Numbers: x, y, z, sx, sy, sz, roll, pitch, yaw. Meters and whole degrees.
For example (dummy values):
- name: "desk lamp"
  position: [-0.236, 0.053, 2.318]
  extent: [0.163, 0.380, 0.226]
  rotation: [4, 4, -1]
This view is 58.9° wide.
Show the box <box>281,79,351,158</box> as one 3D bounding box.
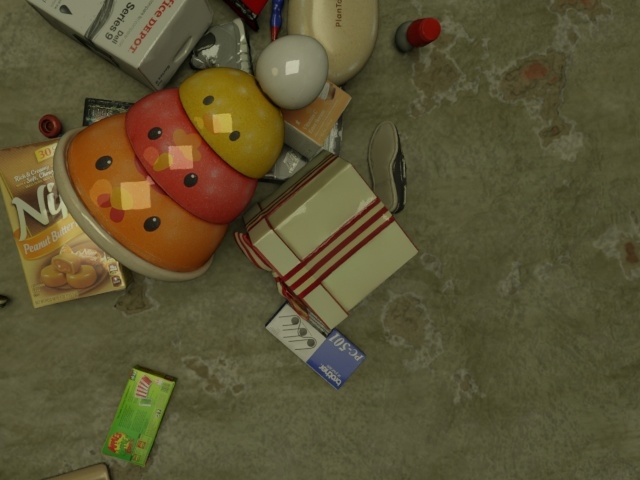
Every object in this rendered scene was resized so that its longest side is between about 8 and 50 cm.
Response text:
- name: "box"
  position: [-0.050, -0.270, 1.128]
  extent: [0.170, 0.091, 0.130]
  rotation: [32, 74, -11]

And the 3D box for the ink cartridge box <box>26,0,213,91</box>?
- name: "ink cartridge box"
  position: [-0.394, -0.469, 1.131]
  extent: [0.289, 0.121, 0.211]
  rotation: [32, 85, 8]

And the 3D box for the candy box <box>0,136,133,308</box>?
- name: "candy box"
  position: [-0.509, -0.041, 1.134]
  extent: [0.182, 0.087, 0.317]
  rotation: [-13, 98, -7]

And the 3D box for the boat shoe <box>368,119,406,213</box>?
- name: "boat shoe"
  position: [0.154, -0.159, 1.250]
  extent: [0.065, 0.075, 0.206]
  rotation: [6, 80, -49]

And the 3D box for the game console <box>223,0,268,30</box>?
- name: "game console"
  position: [-0.163, -0.527, 1.177]
  extent: [0.144, 0.124, 0.085]
  rotation: [44, 94, -3]

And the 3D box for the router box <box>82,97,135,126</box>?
- name: "router box"
  position: [-0.432, -0.244, 1.189]
  extent: [0.122, 0.038, 0.092]
  rotation: [6, 87, -6]

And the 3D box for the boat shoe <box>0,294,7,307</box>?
- name: "boat shoe"
  position: [-0.710, 0.132, 1.146]
  extent: [0.152, 0.056, 0.049]
  rotation: [2, 93, 3]

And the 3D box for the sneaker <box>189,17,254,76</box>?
- name: "sneaker"
  position: [-0.208, -0.351, 1.201]
  extent: [0.132, 0.086, 0.229]
  rotation: [-7, 80, -1]

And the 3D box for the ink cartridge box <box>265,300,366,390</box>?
- name: "ink cartridge box"
  position: [-0.011, 0.215, 1.219]
  extent: [0.207, 0.046, 0.097]
  rotation: [42, 86, -4]

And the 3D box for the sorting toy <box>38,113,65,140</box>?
- name: "sorting toy"
  position: [-0.547, -0.211, 1.180]
  extent: [0.061, 0.042, 0.102]
  rotation: [-2, 101, 9]

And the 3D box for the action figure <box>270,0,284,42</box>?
- name: "action figure"
  position: [-0.068, -0.547, 1.191]
  extent: [0.091, 0.139, 0.281]
  rotation: [1, 86, -7]

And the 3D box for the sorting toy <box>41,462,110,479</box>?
- name: "sorting toy"
  position: [-0.510, 0.585, 1.166]
  extent: [0.192, 0.038, 0.208]
  rotation: [-15, 86, -6]

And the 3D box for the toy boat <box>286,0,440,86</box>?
- name: "toy boat"
  position: [0.085, -0.445, 1.177]
  extent: [0.318, 0.148, 0.268]
  rotation: [4, 101, -14]

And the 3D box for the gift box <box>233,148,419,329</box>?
- name: "gift box"
  position: [0.000, 0.000, 1.119]
  extent: [0.258, 0.276, 0.255]
  rotation: [-40, 105, -1]

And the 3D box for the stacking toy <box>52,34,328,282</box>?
- name: "stacking toy"
  position: [-0.187, -0.187, 0.991]
  extent: [0.480, 0.350, 0.351]
  rotation: [-39, 93, 18]

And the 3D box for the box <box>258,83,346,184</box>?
- name: "box"
  position: [-0.045, -0.234, 1.221]
  extent: [0.183, 0.056, 0.231]
  rotation: [5, 88, -6]

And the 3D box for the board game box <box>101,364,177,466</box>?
- name: "board game box"
  position: [-0.374, 0.362, 1.178]
  extent: [0.092, 0.043, 0.181]
  rotation: [20, 86, -5]
